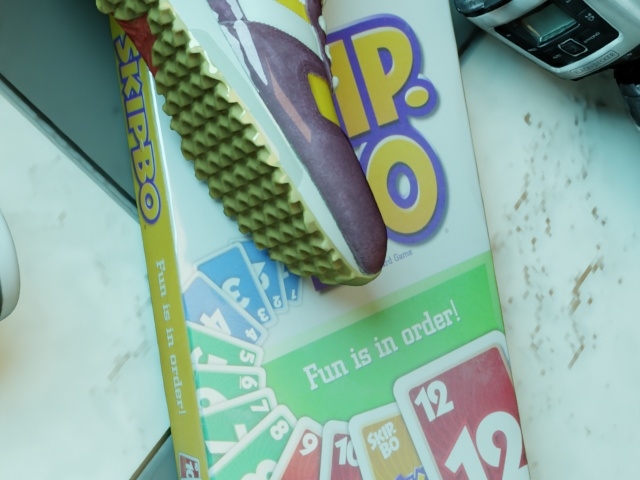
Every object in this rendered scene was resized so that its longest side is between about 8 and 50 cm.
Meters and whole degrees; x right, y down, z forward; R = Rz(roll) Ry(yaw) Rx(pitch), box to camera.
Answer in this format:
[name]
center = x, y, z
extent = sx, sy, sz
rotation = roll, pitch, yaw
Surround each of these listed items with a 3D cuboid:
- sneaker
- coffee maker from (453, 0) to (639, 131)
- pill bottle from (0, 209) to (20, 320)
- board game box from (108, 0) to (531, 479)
[sneaker]
center = -0.018, -0.076, 0.554
extent = 0.084, 0.069, 0.185
rotation = -35, 97, -21
[coffee maker]
center = 0.153, -0.094, 0.672
extent = 0.178, 0.120, 0.171
rotation = 42, 36, -16
[pill bottle]
center = -0.151, 0.018, 0.505
extent = 0.116, 0.065, 0.065
rotation = -28, 94, -28
[board game box]
center = 0.000, 0.000, 0.607
extent = 0.124, 0.039, 0.259
rotation = -6, 81, -29
